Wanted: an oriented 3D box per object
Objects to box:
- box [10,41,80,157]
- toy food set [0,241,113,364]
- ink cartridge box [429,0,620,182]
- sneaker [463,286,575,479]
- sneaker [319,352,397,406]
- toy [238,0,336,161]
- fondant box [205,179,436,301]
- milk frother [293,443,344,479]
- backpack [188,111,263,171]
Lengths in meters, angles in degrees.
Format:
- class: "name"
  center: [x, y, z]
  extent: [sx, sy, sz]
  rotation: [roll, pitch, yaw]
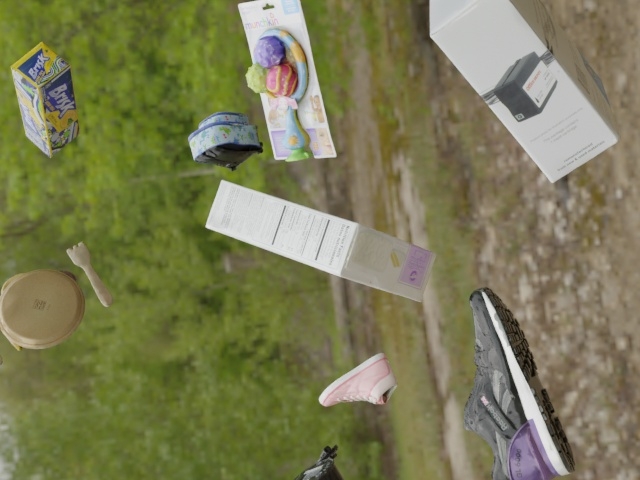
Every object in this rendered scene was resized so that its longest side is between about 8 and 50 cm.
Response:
- class: "box"
  center: [-0.365, -0.186, 1.602]
  extent: [0.054, 0.059, 0.169]
  rotation: [39, 155, 13]
- class: "toy food set"
  center: [-0.394, 0.095, 1.695]
  extent: [0.132, 0.192, 0.038]
  rotation: [56, 164, 24]
- class: "ink cartridge box"
  center: [0.303, -0.273, 1.813]
  extent: [0.307, 0.129, 0.223]
  rotation: [47, -156, -21]
- class: "sneaker"
  center: [0.240, 0.207, 1.667]
  extent: [0.107, 0.124, 0.283]
  rotation: [23, -135, -64]
- class: "sneaker"
  center: [0.064, 0.244, 1.922]
  extent: [0.070, 0.134, 0.051]
  rotation: [59, -167, 20]
- class: "toy"
  center: [-0.063, -0.225, 1.725]
  extent: [0.137, 0.056, 0.237]
  rotation: [2, 114, 48]
- class: "fondant box"
  center: [0.000, 0.000, 2.083]
  extent: [0.238, 0.330, 0.096]
  rotation: [19, -89, -50]
- class: "milk frother"
  center: [0.026, 0.412, 1.923]
  extent: [0.129, 0.143, 0.135]
  rotation: [-24, 100, 49]
- class: "backpack"
  center: [-0.178, -0.181, 2.166]
  extent: [0.105, 0.114, 0.084]
  rotation: [-29, 71, 39]
